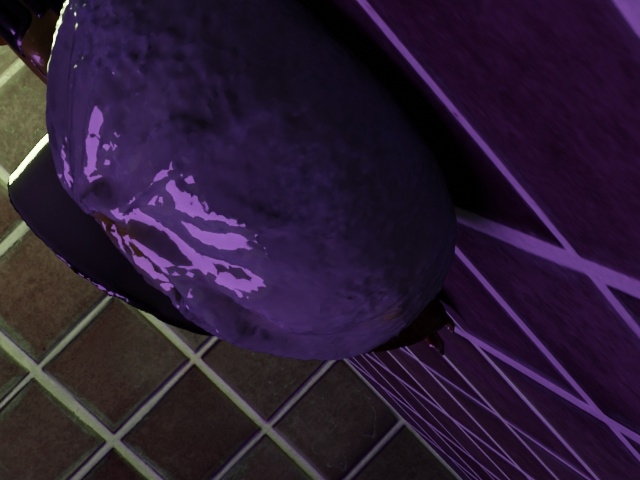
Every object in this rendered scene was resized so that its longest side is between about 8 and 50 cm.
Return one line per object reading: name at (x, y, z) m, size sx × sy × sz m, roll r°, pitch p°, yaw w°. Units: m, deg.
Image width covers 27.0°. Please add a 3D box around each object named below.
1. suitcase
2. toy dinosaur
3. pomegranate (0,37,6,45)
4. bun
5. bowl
suitcase at (-0.256, -0.230, 1.423) m, size 0.194 × 0.143 × 0.235 m, roll 42°, pitch 175°, yaw 30°
toy dinosaur at (0.040, 0.058, 1.558) m, size 0.327 × 0.113 × 0.206 m, roll 41°, pitch 174°, yaw 45°
pomegranate at (-0.436, -0.341, 1.655) m, size 0.209 × 0.209 × 0.209 m, roll 44°, pitch 174°, yaw 6°
bun at (-0.067, -0.057, 0.991) m, size 0.362 × 0.211 × 0.362 m, roll 48°, pitch 172°, yaw 9°
bowl at (-0.179, -0.061, 1.605) m, size 0.353 × 0.185 × 0.354 m, roll 31°, pitch -165°, yaw -9°
